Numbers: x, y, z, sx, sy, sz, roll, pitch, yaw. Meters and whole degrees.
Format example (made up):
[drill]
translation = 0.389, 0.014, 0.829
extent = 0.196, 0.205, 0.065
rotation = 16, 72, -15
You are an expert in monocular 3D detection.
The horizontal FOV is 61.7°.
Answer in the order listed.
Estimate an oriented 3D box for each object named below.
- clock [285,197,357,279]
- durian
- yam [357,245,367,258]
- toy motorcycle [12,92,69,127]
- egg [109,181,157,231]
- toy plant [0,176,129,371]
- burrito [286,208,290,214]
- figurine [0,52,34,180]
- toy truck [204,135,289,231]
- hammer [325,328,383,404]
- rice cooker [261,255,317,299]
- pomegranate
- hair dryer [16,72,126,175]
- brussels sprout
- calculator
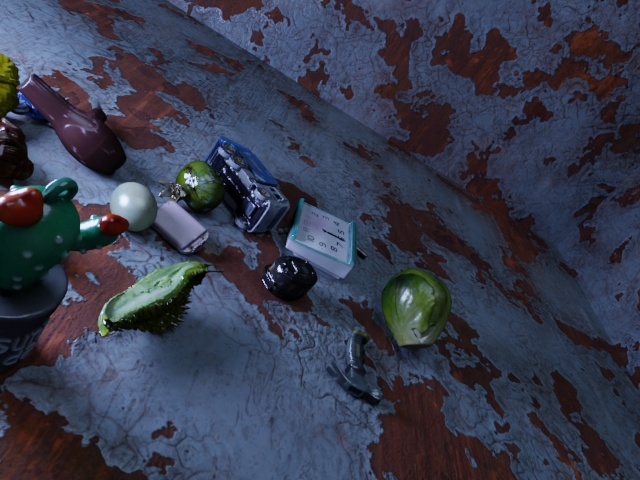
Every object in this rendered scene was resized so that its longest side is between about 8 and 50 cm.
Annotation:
[clock]
translation = 0.000, 0.000, 1.781
extent = 0.231, 0.116, 0.262
rotation = 25, 29, -11
[durian]
translation = -0.353, 0.129, 1.189
extent = 0.132, 0.106, 0.375
rotation = 39, 29, 10
[yam]
translation = 0.079, -0.013, 1.961
extent = 0.234, 0.027, 0.029
rotation = 39, 19, 6
[toy motorcycle]
translation = -0.793, -0.380, 1.517
extent = 0.114, 0.076, 0.205
rotation = 41, 27, 24
[egg]
translation = -0.478, -0.089, 1.371
extent = 0.114, 0.114, 0.152
rotation = 7, 37, -42
[toy plant]
translation = -0.486, 0.043, 0.864
extent = 0.280, 0.400, 0.185
rotation = 8, 41, -42
[burrito]
translation = -0.194, -0.173, 1.864
extent = 0.087, 0.060, 0.226
rotation = 7, 38, -53
[figurine]
translation = -0.794, -0.284, 1.281
extent = 0.315, 0.187, 0.168
rotation = 64, 1, 27
[toy truck]
translation = -0.249, -0.186, 1.740
extent = 0.175, 0.146, 0.367
rotation = 3, 42, -52
[hammer]
translation = 0.096, 0.327, 1.456
extent = 0.159, 0.041, 0.226
rotation = 32, 29, -12
[rice cooker]
translation = -0.085, 0.105, 1.527
extent = 0.165, 0.106, 0.112
rotation = 14, 37, -53
[pomegranate]
translation = -0.376, -0.154, 1.572
extent = 0.191, 0.131, 0.152
rotation = -15, 59, -46
[hair dryer]
translation = -0.675, -0.356, 1.500
extent = 0.312, 0.123, 0.340
rotation = 51, 7, -34
[brussels sprout]
translation = 0.299, 0.215, 1.675
extent = 0.210, 0.219, 0.271
rotation = 29, 48, -32
[calculator]
translation = -0.385, -0.037, 1.450
extent = 0.175, 0.032, 0.100
rotation = 41, 54, 8
